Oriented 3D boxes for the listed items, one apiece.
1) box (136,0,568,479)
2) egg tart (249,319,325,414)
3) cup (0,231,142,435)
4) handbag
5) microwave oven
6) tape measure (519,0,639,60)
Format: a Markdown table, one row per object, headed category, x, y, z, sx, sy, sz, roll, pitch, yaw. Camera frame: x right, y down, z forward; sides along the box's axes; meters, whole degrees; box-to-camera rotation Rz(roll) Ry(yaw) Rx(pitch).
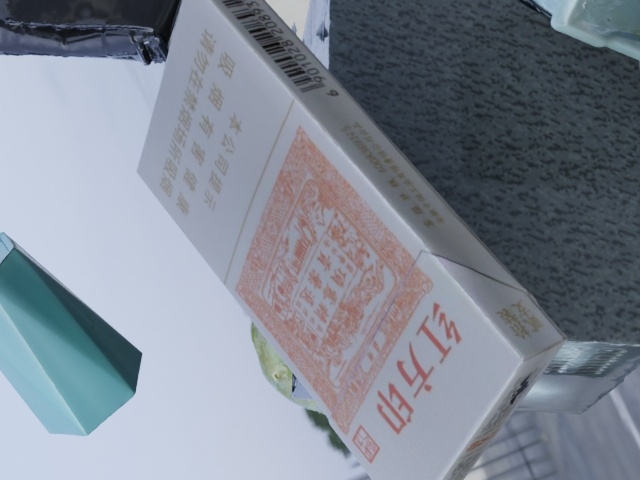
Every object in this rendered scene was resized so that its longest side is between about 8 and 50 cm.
| category | x | y | z | sx | sy | sz | roll | pitch | yaw |
| --- | --- | --- | --- | --- | --- | --- | --- | --- | --- |
| box | 0.000 | 0.001 | 0.841 | 0.365 | 0.051 | 0.205 | 50 | 140 | 23 |
| egg tart | 0.017 | 0.104 | 1.331 | 0.197 | 0.197 | 0.078 | 67 | 156 | 3 |
| cup | -0.337 | 0.112 | 1.409 | 0.236 | 0.134 | 0.148 | 52 | -162 | -32 |
| handbag | -0.230 | -0.281 | 1.149 | 0.080 | 0.223 | 0.247 | 77 | -161 | -69 |
| microwave oven | 0.146 | -0.070 | 1.186 | 0.236 | 0.374 | 0.432 | 111 | 161 | -66 |
| tape measure | 0.320 | -0.269 | 1.000 | 0.262 | 0.259 | 0.138 | 19 | -158 | -18 |
